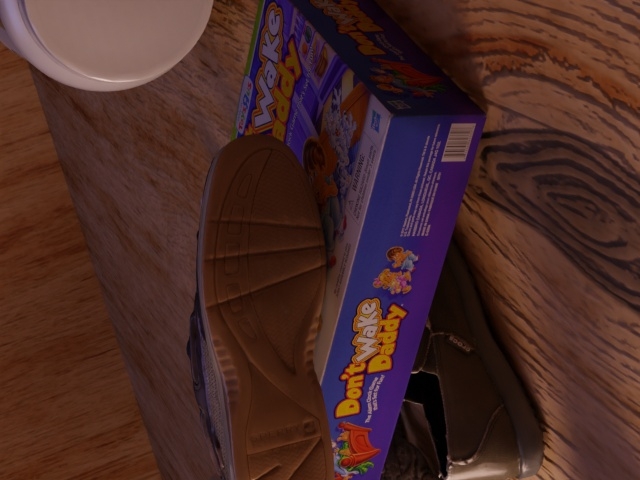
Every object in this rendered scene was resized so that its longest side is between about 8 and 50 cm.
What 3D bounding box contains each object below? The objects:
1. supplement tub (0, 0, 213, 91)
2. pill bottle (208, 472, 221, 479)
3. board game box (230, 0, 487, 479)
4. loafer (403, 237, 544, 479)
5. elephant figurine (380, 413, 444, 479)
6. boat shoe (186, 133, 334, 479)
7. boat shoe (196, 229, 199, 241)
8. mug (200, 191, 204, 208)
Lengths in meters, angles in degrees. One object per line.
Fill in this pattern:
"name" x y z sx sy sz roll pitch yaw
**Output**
"supplement tub" -0.244 -0.280 1.729 0.316 0.228 0.228 -147 39 -68
"pill bottle" -0.104 0.439 2.461 0.108 0.108 0.180 -138 31 -63
"board game box" 0.000 0.000 1.253 0.233 0.078 0.347 -126 42 -49
"loafer" 0.084 0.079 1.259 0.094 0.087 0.251 95 151 -61
"elephant figurine" 0.064 0.261 1.503 0.186 0.169 0.239 15 112 39
"boat shoe" -0.052 0.068 1.163 0.092 0.103 0.285 -1 97 59
"boat shoe" -0.033 0.097 1.688 0.127 0.113 0.340 99 147 -62
"mug" -0.110 -0.033 1.953 0.062 0.078 0.064 -1 -102 -70
